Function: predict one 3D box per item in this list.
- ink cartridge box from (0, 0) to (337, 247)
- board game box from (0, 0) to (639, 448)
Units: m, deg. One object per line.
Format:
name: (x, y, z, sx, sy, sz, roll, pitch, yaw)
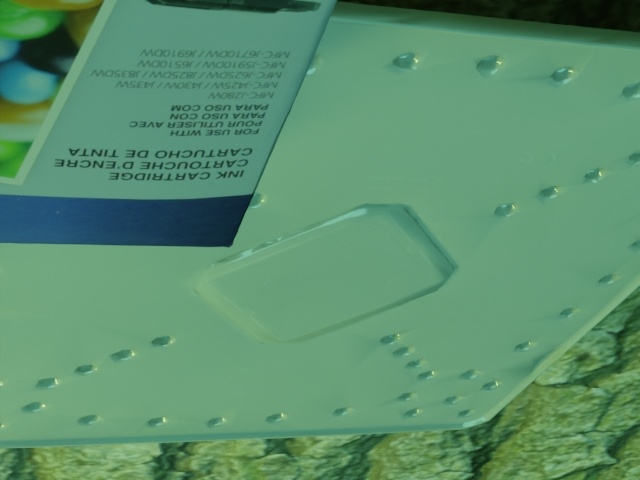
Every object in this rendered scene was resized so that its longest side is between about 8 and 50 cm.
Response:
ink cartridge box: (-0.095, -0.074, 0.447, 0.185, 0.065, 0.311, 2, 151, -17)
board game box: (0.000, 0.000, 0.735, 0.390, 0.050, 0.390, 2, 148, -26)
